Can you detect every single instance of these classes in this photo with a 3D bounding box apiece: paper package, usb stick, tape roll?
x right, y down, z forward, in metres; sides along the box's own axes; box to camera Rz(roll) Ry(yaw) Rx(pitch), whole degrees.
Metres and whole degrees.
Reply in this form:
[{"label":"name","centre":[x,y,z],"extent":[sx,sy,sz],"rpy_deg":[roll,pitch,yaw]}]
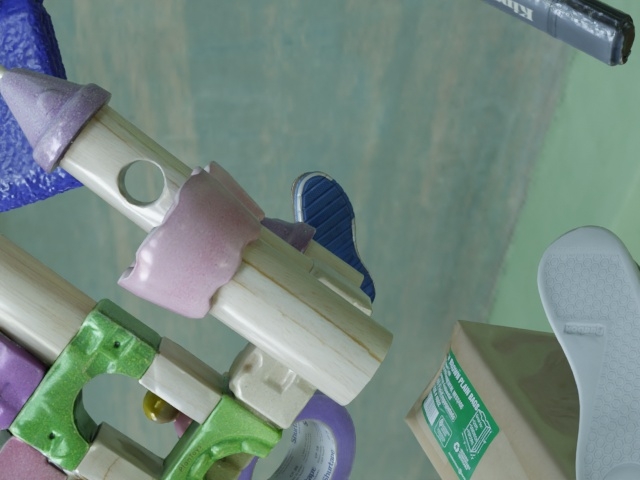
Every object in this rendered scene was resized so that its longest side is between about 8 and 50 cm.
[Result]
[{"label":"paper package","centre":[0.308,0.265,1.581],"extent":[0.309,0.325,0.168],"rpy_deg":[11,119,-30]},{"label":"usb stick","centre":[0.199,-0.262,1.375],"extent":[0.278,0.045,0.077],"rpy_deg":[32,172,20]},{"label":"tape roll","centre":[-0.054,0.246,1.509],"extent":[0.080,0.189,0.189],"rpy_deg":[25,173,43]}]

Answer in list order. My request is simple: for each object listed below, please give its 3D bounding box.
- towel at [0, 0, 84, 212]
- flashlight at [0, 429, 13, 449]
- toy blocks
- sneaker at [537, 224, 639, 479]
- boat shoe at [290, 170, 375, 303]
[{"label":"towel","centre":[-0.409,-0.129,1.443],"extent":[0.308,0.227,0.076],"rpy_deg":[-15,-177,13]},{"label":"flashlight","centre":[-0.356,0.249,1.111],"extent":[0.304,0.103,0.103],"rpy_deg":[-47,152,22]},{"label":"toy blocks","centre":[-0.148,0.059,0.736],"extent":[0.260,0.309,0.288],"rpy_deg":[35,96,-5]},{"label":"sneaker","centre":[0.250,0.139,0.970],"extent":[0.104,0.296,0.147],"rpy_deg":[-28,142,25]},{"label":"boat shoe","centre":[0.000,0.000,1.407],"extent":[0.066,0.066,0.183],"rpy_deg":[-32,126,-20]}]
